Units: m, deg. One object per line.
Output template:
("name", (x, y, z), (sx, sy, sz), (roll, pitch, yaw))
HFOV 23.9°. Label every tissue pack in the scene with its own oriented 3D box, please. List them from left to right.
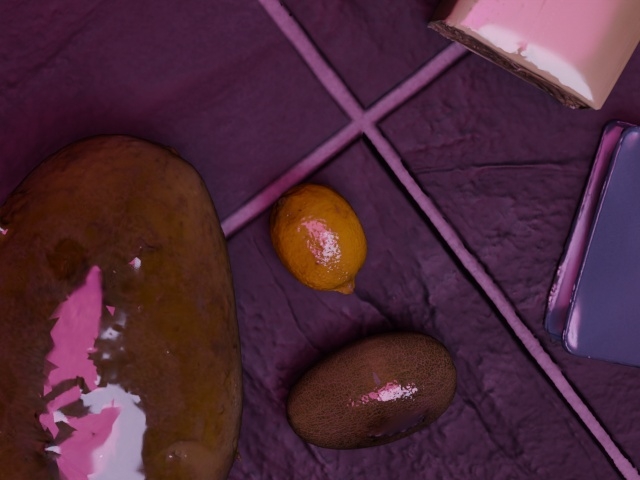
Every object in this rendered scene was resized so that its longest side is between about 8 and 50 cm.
("tissue pack", (0.222, -0.251, 1.319), (0.159, 0.125, 0.234), (29, 94, -8))

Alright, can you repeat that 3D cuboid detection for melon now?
("melon", (0.046, 0.138, 1.377), (0.162, 0.099, 0.099), (-19, 99, 1))

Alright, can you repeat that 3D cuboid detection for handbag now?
("handbag", (0.304, 0.009, 1.403), (0.144, 0.057, 0.221), (15, 97, -11))

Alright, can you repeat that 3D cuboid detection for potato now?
("potato", (-0.201, 0.089, 1.295), (0.270, 0.219, 0.359), (-1, 92, -14))

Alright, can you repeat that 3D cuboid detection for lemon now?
("lemon", (0.000, 0.000, 1.362), (0.082, 0.082, 0.110), (-33, 103, 1))
